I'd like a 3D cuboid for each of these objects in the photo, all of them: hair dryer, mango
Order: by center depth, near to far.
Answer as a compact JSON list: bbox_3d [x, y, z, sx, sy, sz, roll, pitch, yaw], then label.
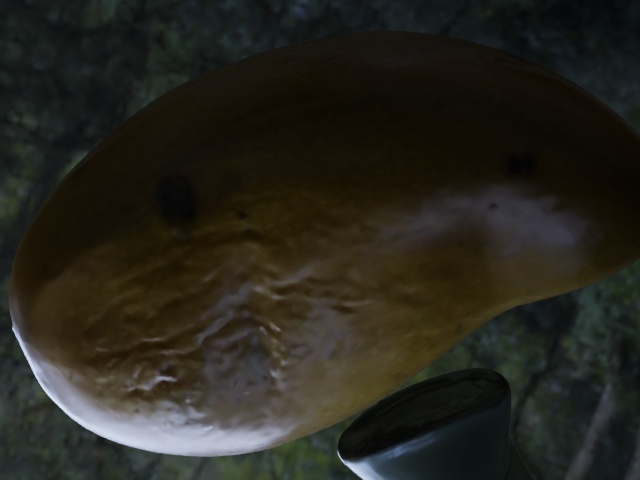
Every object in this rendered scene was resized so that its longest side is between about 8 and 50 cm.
[{"bbox_3d":[0.144,0.095,0.621,0.237,0.206,0.075,-20,-136,3],"label":"hair dryer"},{"bbox_3d":[-0.001,-0.003,0.630,0.262,0.157,0.109,-21,-149,14],"label":"mango"}]
